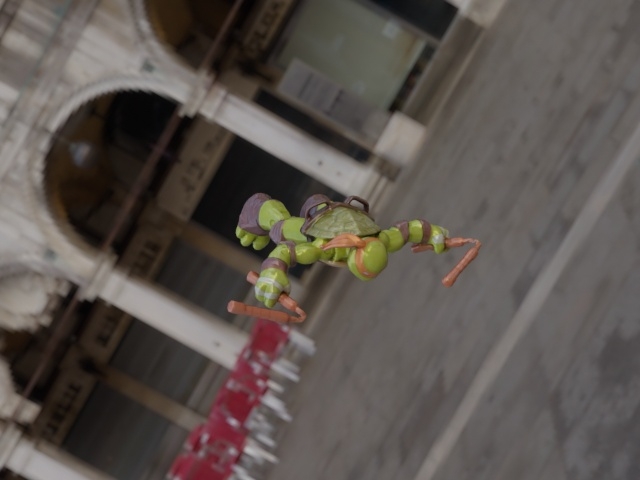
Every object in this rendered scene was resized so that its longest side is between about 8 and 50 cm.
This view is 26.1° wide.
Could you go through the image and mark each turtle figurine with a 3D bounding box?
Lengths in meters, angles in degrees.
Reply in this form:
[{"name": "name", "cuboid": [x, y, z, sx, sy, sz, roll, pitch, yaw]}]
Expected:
[{"name": "turtle figurine", "cuboid": [0.000, 0.000, 1.342, 0.217, 0.269, 0.087, 25, 127, 59]}]
